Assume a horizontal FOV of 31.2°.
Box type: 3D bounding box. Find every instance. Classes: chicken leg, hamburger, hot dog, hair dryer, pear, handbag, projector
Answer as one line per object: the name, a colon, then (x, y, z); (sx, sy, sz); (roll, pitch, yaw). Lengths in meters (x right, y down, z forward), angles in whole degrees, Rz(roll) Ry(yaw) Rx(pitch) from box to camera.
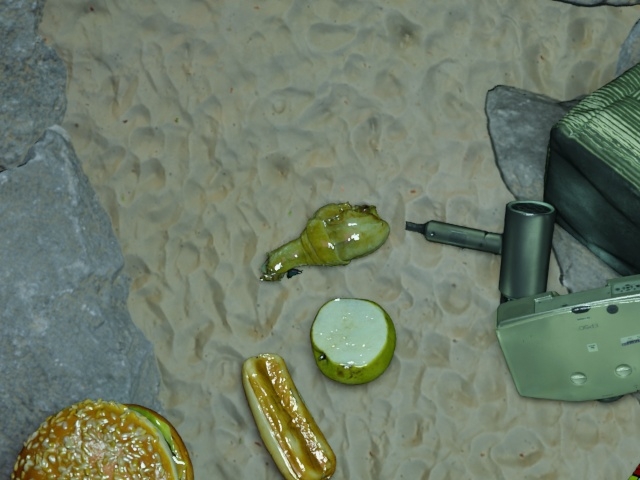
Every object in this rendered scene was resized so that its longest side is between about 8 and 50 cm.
chicken leg: (0.000, 0.000, 1.867); (0.227, 0.088, 0.103); (-19, 90, 11)
hamburger: (-0.340, 0.380, 1.782); (0.290, 0.225, 0.291); (-1, 84, 9)
hot dog: (-0.057, 0.297, 1.827); (0.076, 0.102, 0.249); (-42, 72, 42)
hair dryer: (0.246, 0.022, 1.837); (0.248, 0.078, 0.196); (14, 111, 28)
pear: (0.050, 0.165, 1.823); (0.141, 0.104, 0.141); (0, 59, -1)
handbag: (0.490, -0.108, 1.698); (0.240, 0.341, 0.247); (-40, 65, -11)
projector: (0.417, 0.152, 1.742); (0.269, 0.088, 0.194); (-13, 121, 19)

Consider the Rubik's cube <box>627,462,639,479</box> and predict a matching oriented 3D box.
Rubik's cube: (0.519, 0.390, 1.720); (0.133, 0.112, 0.133); (-1, 82, 6)
